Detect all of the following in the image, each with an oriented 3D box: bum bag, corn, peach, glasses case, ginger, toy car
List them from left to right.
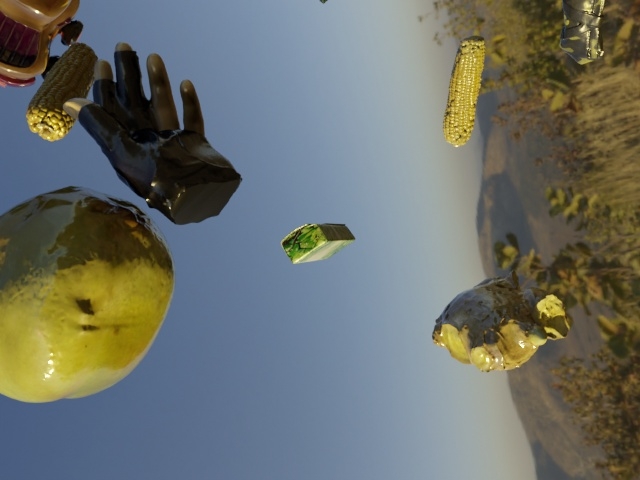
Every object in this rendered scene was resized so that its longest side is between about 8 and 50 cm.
[{"bbox_3d":[-0.757,-0.562,1.494,0.271,0.240,0.340,28,-95,-26],"label":"toy car"},{"bbox_3d":[-0.574,-0.328,1.318,0.101,0.102,0.310,63,-161,-44],"label":"corn"},{"bbox_3d":[-0.366,0.079,0.879,0.282,0.314,0.315,17,-84,-48],"label":"peach"},{"bbox_3d":[0.000,0.000,1.364,0.062,0.095,0.272,57,-167,8],"label":"glasses case"},{"bbox_3d":[0.369,-0.379,1.518,0.086,0.087,0.288,-79,-7,-55],"label":"corn"},{"bbox_3d":[0.238,0.113,0.796,0.102,0.157,0.216,65,169,-11],"label":"ginger"},{"bbox_3d":[0.596,-0.500,1.336,0.060,0.107,0.232,-51,-35,-27],"label":"bum bag"}]

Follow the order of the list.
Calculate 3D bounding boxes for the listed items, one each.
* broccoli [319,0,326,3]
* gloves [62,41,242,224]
[{"bbox_3d":[-0.018,-0.686,1.511,0.160,0.155,0.167,42,-161,-47],"label":"broccoli"},{"bbox_3d":[-0.259,-0.158,0.883,0.197,0.152,0.300,-17,-101,-46],"label":"gloves"}]
